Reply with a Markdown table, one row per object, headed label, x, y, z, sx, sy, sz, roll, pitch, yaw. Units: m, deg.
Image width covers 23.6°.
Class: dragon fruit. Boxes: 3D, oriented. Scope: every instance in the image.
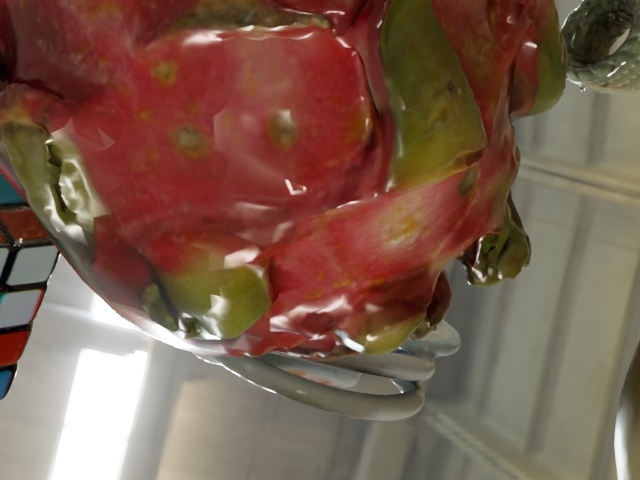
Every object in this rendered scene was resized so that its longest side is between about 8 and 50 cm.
| label | x | y | z | sx | sy | sz | roll | pitch | yaw |
| --- | --- | --- | --- | --- | --- | --- | --- | --- | --- |
| dragon fruit | -0.025 | -0.094 | 0.633 | 0.237 | 0.231 | 0.303 | -50 | 122 | -68 |

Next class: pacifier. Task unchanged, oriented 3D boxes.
| label | x | y | z | sx | sy | sz | roll | pitch | yaw |
| --- | --- | --- | --- | --- | --- | --- | --- | --- | --- |
| pacifier | 0.000 | 0.000 | 1.221 | 0.244 | 0.299 | 0.233 | 26 | -79 | 56 |

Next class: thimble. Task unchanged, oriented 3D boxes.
| label | x | y | z | sx | sy | sz | roll | pitch | yaw |
| --- | --- | --- | --- | --- | --- | --- | --- | --- | --- |
| thimble | 0.257 | -0.171 | 1.338 | 0.110 | 0.062 | 0.084 | -34 | -129 | 42 |

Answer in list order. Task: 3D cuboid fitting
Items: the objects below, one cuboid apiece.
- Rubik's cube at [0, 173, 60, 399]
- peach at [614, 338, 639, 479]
| label | x | y | z | sx | sy | sz | roll | pitch | yaw |
| --- | --- | --- | --- | --- | --- | --- | --- | --- | --- |
| Rubik's cube | -0.286 | 0.015 | 1.010 | 0.154 | 0.155 | 0.151 | 48 | -53 | 34 |
| peach | 0.202 | 0.062 | 0.409 | 0.232 | 0.232 | 0.233 | -166 | -90 | -74 |
